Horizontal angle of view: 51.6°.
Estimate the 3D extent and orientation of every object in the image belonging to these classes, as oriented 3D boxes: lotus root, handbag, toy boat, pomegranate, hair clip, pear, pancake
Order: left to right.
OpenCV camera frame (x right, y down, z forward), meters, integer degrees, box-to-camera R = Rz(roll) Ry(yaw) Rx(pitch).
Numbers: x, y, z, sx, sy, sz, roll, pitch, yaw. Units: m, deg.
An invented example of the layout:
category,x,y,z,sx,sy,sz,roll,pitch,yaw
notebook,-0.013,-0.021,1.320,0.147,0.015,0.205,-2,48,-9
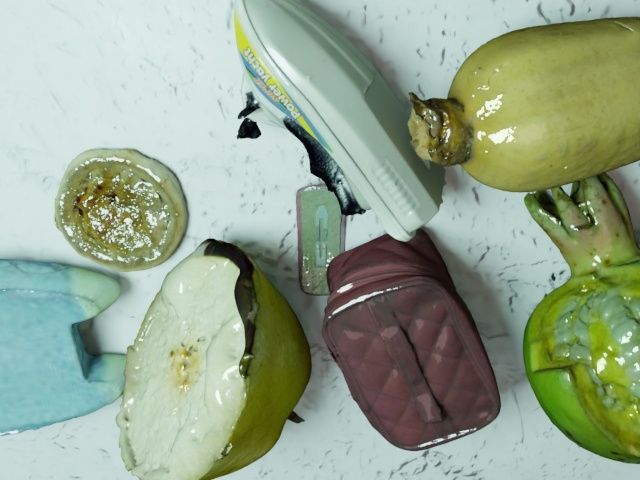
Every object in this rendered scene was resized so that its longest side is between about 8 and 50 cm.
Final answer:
category,x,y,z,sx,sy,sz,roll,pitch,yaw
toy boat,-0.389,0.114,0.783,0.330,0.123,0.215,-8,121,-5
pancake,-0.224,-0.031,0.740,0.152,0.025,0.151,1,114,2
pear,-0.093,0.142,0.731,0.178,0.267,0.267,19,118,-42
hair clip,0.000,-0.001,0.740,0.054,0.022,0.137,0,116,3
toy boat,0.005,-0.117,0.637,0.269,0.141,0.141,39,110,-10
handbag,0.095,0.108,0.713,0.146,0.135,0.225,-22,114,11
lotus root,0.225,-0.126,0.609,0.303,0.131,0.146,-13,82,-5
pomegranate,0.307,0.073,0.669,0.236,0.236,0.301,-22,76,12
